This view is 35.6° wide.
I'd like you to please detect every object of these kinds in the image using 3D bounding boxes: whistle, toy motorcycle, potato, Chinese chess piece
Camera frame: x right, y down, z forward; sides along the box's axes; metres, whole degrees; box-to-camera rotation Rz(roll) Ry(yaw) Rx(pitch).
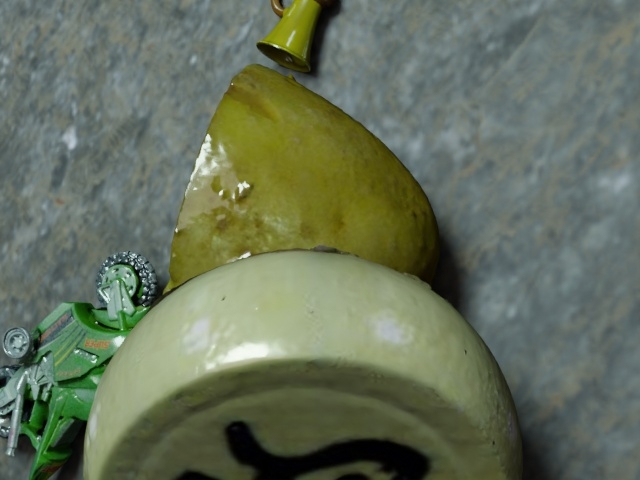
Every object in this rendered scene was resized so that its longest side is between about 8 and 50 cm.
[{"bbox_3d":[-0.011,-0.185,0.769,0.046,0.057,0.109,25,79,-19],"label":"whistle"},{"bbox_3d":[-0.182,0.099,0.769,0.190,0.074,0.106,-43,75,10],"label":"toy motorcycle"},{"bbox_3d":[0.000,0.000,0.661,0.158,0.178,0.204,13,72,9],"label":"potato"},{"bbox_3d":[-0.010,0.129,0.592,0.257,0.257,0.104,-30,28,16],"label":"Chinese chess piece"}]
